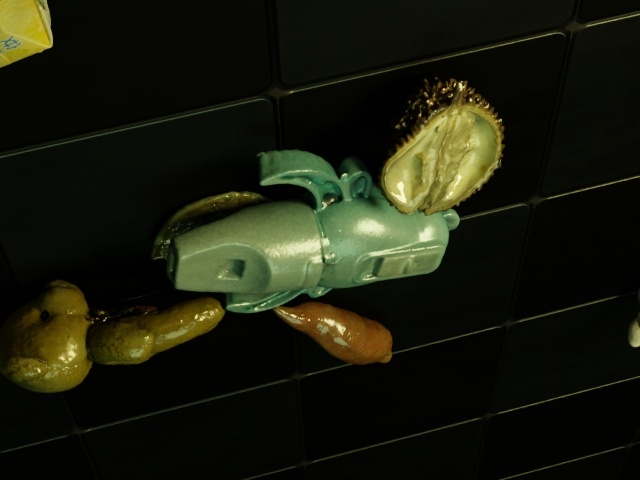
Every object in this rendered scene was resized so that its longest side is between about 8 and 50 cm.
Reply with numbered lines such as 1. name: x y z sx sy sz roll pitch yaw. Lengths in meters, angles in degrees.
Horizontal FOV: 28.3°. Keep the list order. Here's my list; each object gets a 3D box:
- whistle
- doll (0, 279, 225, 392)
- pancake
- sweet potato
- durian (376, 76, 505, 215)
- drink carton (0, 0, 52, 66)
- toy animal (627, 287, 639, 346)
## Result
1. whistle: 0.000 0.000 1.100 0.274 0.093 0.186 -8 142 -24
2. doll: -0.193 0.074 1.145 0.209 0.097 0.137 -13 -172 -16
3. pancake: -0.081 -0.002 1.135 0.116 0.022 0.129 -36 143 17
4. sweet potato: 0.016 0.092 1.307 0.056 0.056 0.195 -35 140 26
5. durian: 0.093 -0.090 1.043 0.110 0.071 0.140 -15 140 -21
6. drink carton: -0.219 -0.155 0.786 0.084 0.074 0.200 -22 147 7
7. toy animal: 0.404 0.063 1.437 0.124 0.085 0.071 -14 166 3
